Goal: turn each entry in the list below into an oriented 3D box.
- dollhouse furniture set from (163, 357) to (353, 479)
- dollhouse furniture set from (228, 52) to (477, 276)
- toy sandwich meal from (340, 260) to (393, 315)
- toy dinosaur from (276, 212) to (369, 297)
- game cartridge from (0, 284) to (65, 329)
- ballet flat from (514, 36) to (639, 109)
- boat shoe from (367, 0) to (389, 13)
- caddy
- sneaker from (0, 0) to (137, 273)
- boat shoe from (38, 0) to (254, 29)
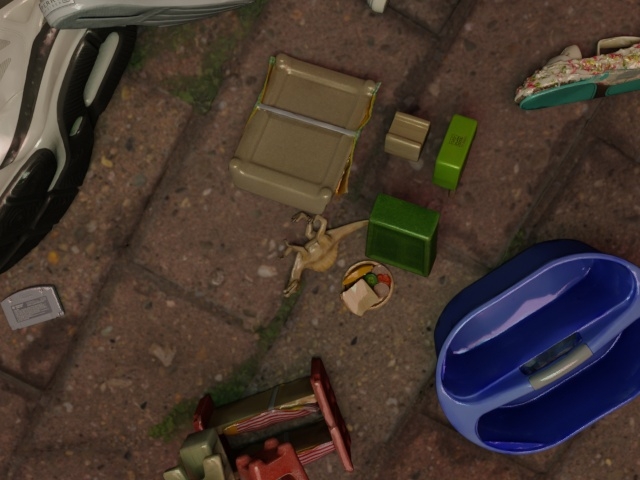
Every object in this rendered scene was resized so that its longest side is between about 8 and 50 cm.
[{"bbox_3d":[-0.073,0.309,1.220,0.201,0.374,0.152,-19,100,5],"label":"dollhouse furniture set"},{"bbox_3d":[0.044,-0.106,1.259,0.301,0.151,0.197,19,73,10],"label":"dollhouse furniture set"},{"bbox_3d":[0.068,0.071,1.334,0.085,0.029,0.085,0,105,-1],"label":"toy sandwich meal"},{"bbox_3d":[0.000,0.000,1.313,0.183,0.053,0.092,-40,120,-4],"label":"toy dinosaur"},{"bbox_3d":[-0.428,0.097,1.340,0.083,0.017,0.056,-16,108,3],"label":"game cartridge"},{"bbox_3d":[0.378,-0.236,1.245,0.241,0.091,0.077,-10,74,-3],"label":"ballet flat"},{"bbox_3d":[0.078,-0.419,1.190,0.081,0.079,0.227,12,99,5],"label":"boat shoe"},{"bbox_3d":[0.321,0.152,1.284,0.341,0.179,0.241,-34,102,8],"label":"caddy"},{"bbox_3d":[-0.446,-0.176,1.224,0.257,0.169,0.447,34,108,10],"label":"sneaker"},{"bbox_3d":[-0.199,-0.328,1.092,0.121,0.335,0.119,-11,96,35],"label":"boat shoe"}]
